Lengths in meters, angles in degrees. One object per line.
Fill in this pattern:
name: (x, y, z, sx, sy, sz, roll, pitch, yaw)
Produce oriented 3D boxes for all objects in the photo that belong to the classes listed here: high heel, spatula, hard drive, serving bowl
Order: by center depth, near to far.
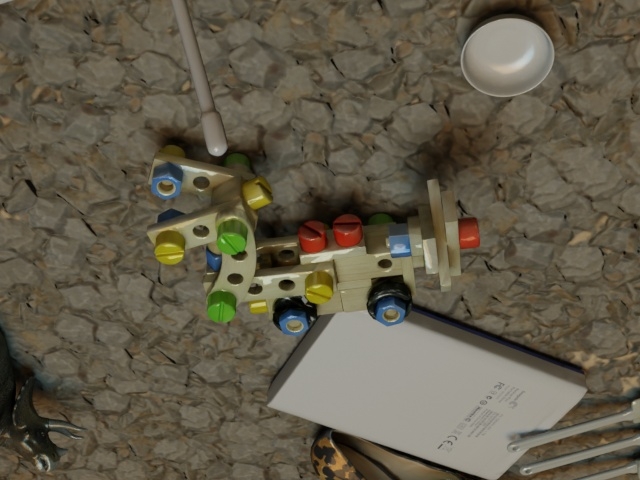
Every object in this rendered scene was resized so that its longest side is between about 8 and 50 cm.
serving bowl: (0.168, -0.172, 0.974, 0.083, 0.027, 0.083, 1, 132, 2)
hard drive: (0.124, 0.177, 1.286, 0.319, 0.040, 0.210, 21, 130, -16)
spatula: (0.356, 0.263, 1.337, 0.242, 0.019, 0.168, -17, 134, 0)
high heel: (0.119, 0.303, 1.362, 0.261, 0.093, 0.186, 1, 139, 15)

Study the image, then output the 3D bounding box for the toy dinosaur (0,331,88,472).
toy dinosaur: (-0.422, 0.153, 1.256, 0.121, 0.160, 0.313, 17, 137, 51)

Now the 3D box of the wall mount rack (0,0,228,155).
wall mount rack: (-0.224, -0.195, 0.865, 0.350, 0.130, 0.304, -16, 121, 4)

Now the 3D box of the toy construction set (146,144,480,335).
toy construction set: (0.000, 0.000, 1.073, 0.328, 0.151, 0.215, 3, 133, 16)
